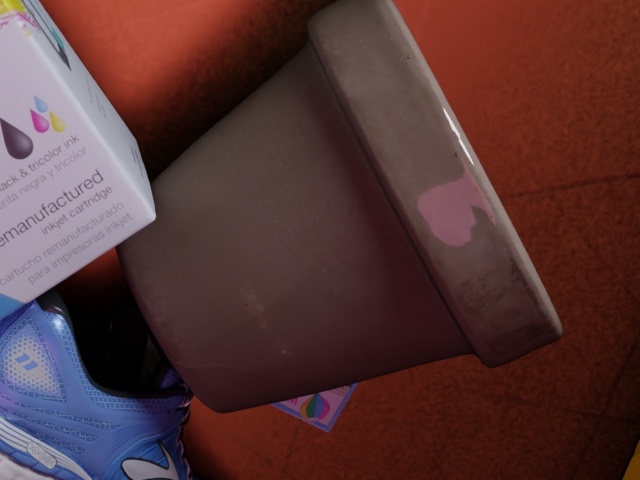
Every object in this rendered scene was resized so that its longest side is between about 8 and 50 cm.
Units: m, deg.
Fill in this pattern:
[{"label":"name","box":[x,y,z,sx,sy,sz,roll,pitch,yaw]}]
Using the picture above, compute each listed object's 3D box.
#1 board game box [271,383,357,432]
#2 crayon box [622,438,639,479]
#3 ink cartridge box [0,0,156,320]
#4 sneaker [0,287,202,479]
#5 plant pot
[{"label":"board game box","box":[-0.035,0.061,1.250,0.154,0.026,0.103,28,100,-17]},{"label":"crayon box","box":[0.354,0.129,1.189,0.106,0.313,0.363,17,103,-18]},{"label":"ink cartridge box","box":[-0.262,-0.094,1.069,0.198,0.197,0.270,-33,110,1]},{"label":"sneaker","box":[-0.125,0.136,1.162,0.147,0.130,0.330,-47,140,-4]},{"label":"plant pot","box":[0.000,0.000,1.118,0.229,0.263,0.263,-29,110,4]}]
